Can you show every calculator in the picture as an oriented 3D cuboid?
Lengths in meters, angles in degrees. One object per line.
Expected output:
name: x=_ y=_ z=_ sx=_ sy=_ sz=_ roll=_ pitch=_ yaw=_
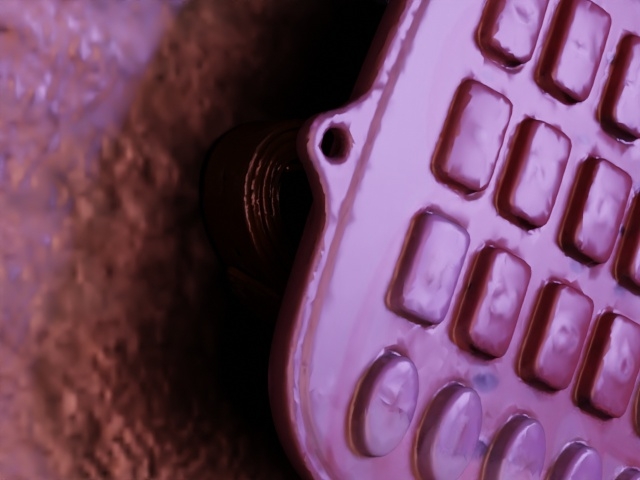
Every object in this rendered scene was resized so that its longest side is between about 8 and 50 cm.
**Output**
calculator: x=0.110 y=0.030 z=0.648 sx=0.330 sy=0.048 sz=0.220 roll=29 pitch=76 yaw=-37

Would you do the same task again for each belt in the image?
belt: x=0.000 y=0.000 z=0.607 sx=0.059 sy=0.036 sz=0.083 roll=-49 pitch=113 yaw=-21
